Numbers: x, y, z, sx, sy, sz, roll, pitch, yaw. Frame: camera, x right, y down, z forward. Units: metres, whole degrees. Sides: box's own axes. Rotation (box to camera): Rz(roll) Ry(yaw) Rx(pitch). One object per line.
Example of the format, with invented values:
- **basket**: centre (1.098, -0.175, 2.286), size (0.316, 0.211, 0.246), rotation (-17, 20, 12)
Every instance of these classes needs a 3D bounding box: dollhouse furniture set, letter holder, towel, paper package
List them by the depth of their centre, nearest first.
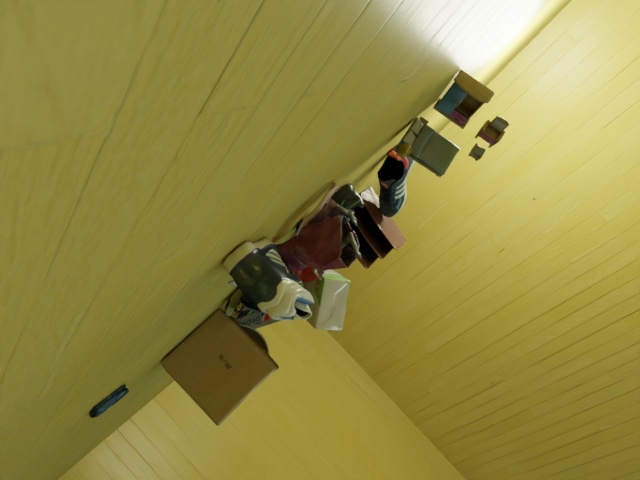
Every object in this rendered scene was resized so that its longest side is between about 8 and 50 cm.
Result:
- **towel**: centre (-0.657, 0.503, 1.440), size (0.067, 0.029, 0.119), rotation (-45, 176, 35)
- **dollhouse furniture set**: centre (0.452, -0.351, 1.558), size (0.303, 0.287, 0.198), rotation (-54, 179, -13)
- **paper package**: centre (-0.382, 0.478, 1.782), size (0.309, 0.325, 0.168), rotation (-43, 177, -12)
- **letter holder**: centre (0.211, -0.055, 2.068), size (0.152, 0.301, 0.214), rotation (-31, -176, 39)

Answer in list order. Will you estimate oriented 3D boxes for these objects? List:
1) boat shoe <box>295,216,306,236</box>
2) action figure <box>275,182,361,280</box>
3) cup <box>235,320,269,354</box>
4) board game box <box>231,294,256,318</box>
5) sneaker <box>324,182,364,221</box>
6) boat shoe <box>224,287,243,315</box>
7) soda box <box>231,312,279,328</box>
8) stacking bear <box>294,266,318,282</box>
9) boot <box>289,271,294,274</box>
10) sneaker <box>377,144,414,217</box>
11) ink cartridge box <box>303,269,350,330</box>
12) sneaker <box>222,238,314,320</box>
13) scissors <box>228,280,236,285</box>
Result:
- **boat shoe**: centre (-0.051, -0.053, 1.520), size (0.046, 0.038, 0.125), rotation (3, 150, -19)
- **action figure**: centre (-0.070, 0.033, 1.376), size (0.371, 0.275, 0.248), rotation (-21, -168, 20)
- **cup**: centre (-0.417, 0.492, 2.047), size (0.331, 0.331, 0.237), rotation (-43, -158, -11)
- **board game box**: centre (-0.252, 0.224, 1.779), size (0.136, 0.030, 0.260), rotation (-62, 168, 3)
- **sneaker**: centre (0.034, -0.080, 1.622), size (0.267, 0.106, 0.101), rotation (-42, 178, 9)
- **boat shoe**: centre (-0.319, 0.219, 1.722), size (0.136, 0.049, 0.043), rotation (-59, -152, 23)
- **soda box**: centre (-0.313, 0.377, 2.283), size (0.287, 0.097, 0.091), rotation (-20, -173, 5)
- **stacking bear**: centre (0.000, 0.000, 1.788), size (0.165, 0.175, 0.289), rotation (-14, -153, 34)
- **boot**: centre (-0.127, 0.162, 1.890), size (0.236, 0.085, 0.178), rotation (-89, -156, -79)
- **sneaker**: centre (0.287, -0.234, 1.924), size (0.148, 0.131, 0.349), rotation (-32, 141, -42)
- **ink cartridge box**: centre (-0.018, 0.209, 1.890), size (0.353, 0.119, 0.206), rotation (-153, -109, -65)
- **sneaker**: centre (-0.116, 0.117, 1.192), size (0.130, 0.236, 0.323), rotation (-43, 176, 2)
- **scissors**: centre (-0.244, 0.156, 1.553), size (0.297, 0.021, 0.108), rotation (-31, 132, -74)
